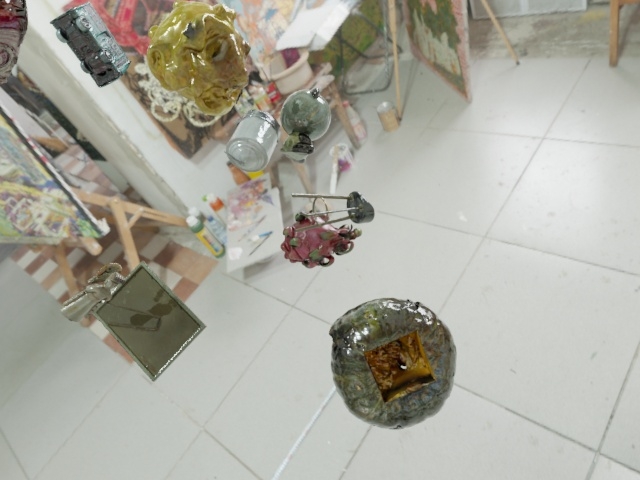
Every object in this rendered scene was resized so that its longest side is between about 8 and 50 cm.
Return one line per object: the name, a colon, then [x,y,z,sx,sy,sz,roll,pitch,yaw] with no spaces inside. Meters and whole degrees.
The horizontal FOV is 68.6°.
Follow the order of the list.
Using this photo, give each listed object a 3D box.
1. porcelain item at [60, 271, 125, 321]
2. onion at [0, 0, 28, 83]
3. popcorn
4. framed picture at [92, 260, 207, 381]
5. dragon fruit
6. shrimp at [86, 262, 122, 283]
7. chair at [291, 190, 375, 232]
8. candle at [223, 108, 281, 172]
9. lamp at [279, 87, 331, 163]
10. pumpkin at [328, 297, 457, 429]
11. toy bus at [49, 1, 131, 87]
porcelain item: [-0.670,0.160,1.396,0.213,0.084,0.054,-36,44,11]
onion: [-0.846,-0.525,1.116,0.256,0.231,0.272,48,125,37]
popcorn: [-0.337,-0.543,1.347,0.316,0.281,0.297,34,91,2]
framed picture: [-0.580,0.267,1.583,0.335,0.022,0.247,40,83,15]
dragon fruit: [-0.005,0.005,1.692,0.273,0.198,0.218,19,50,3]
shrimp: [-0.659,0.099,1.432,0.023,0.059,0.108,30,30,32]
chair: [0.034,-0.086,1.259,0.222,0.104,0.095,-4,72,-26]
candle: [-0.328,-0.461,2.261,0.222,0.221,0.342,-7,46,25]
lamp: [-0.058,-0.404,1.642,0.198,0.198,0.243,4,79,33]
pumpkin: [0.176,0.290,1.130,0.321,0.192,0.320,0,84,-4]
toy bus: [-0.509,-0.440,1.059,0.079,0.160,0.091,-17,34,21]
